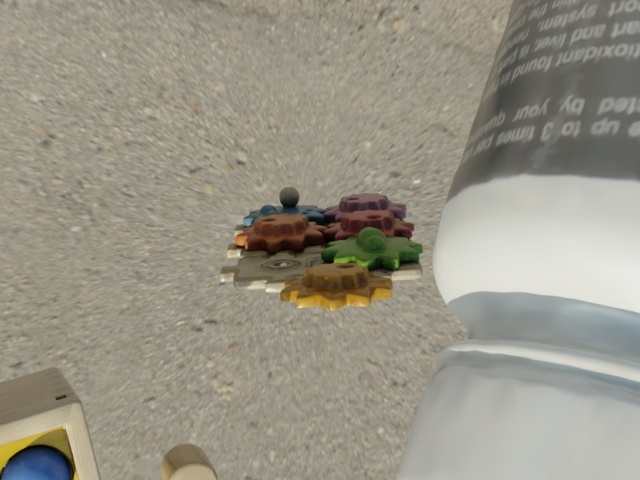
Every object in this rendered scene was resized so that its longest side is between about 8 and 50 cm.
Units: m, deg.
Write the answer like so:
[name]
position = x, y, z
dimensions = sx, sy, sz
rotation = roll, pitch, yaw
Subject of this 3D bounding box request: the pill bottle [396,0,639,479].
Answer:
[pill bottle]
position = 0.167, -0.040, 0.412
dimensions = 0.204, 0.204, 0.361
rotation = 21, 75, -1

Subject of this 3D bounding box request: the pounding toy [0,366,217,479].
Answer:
[pounding toy]
position = -0.155, 0.178, 0.609
dimensions = 0.206, 0.094, 0.181
rotation = -16, 103, -21

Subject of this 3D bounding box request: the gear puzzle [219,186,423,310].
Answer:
[gear puzzle]
position = 0.000, 0.000, 0.874
dimensions = 0.175, 0.339, 0.044
rotation = -4, 104, 1
